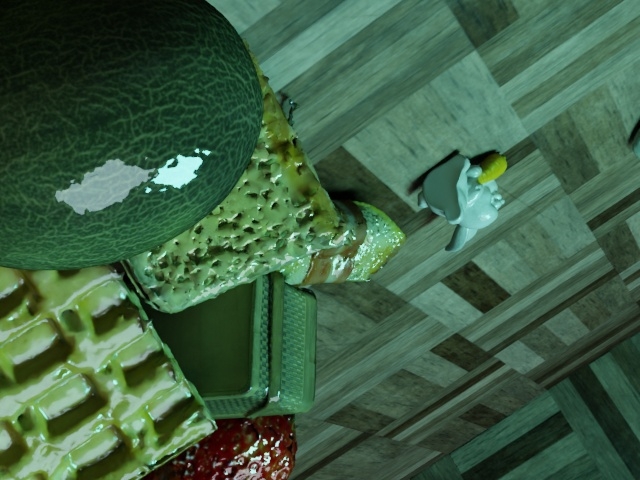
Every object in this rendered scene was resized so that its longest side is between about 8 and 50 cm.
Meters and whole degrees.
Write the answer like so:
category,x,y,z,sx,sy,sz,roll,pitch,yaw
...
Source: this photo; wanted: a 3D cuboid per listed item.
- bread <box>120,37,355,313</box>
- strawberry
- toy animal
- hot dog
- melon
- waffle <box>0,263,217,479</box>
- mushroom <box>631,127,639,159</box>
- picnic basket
category,x,y,z,sx,sy,sz,roll,pitch,yaw
bread,-0.124,-0.078,1.312,0.248,0.279,0.315,-27,-160,-7
strawberry,-0.171,0.349,1.892,0.288,0.238,0.250,-55,146,-3
toy animal,0.209,-0.062,1.745,0.127,0.131,0.182,-6,161,29
hot dog,-0.005,-0.001,1.574,0.261,0.093,0.123,1,127,-47
melon,-0.198,-0.094,0.959,0.302,0.237,0.237,-19,155,-25
waffle,-0.311,0.143,1.245,0.304,0.077,0.348,-31,114,-11
mushroom,0.569,-0.187,1.892,0.116,0.093,0.225,-7,160,-3
picnic basket,-0.143,0.133,1.471,0.267,0.165,0.139,-9,161,29
